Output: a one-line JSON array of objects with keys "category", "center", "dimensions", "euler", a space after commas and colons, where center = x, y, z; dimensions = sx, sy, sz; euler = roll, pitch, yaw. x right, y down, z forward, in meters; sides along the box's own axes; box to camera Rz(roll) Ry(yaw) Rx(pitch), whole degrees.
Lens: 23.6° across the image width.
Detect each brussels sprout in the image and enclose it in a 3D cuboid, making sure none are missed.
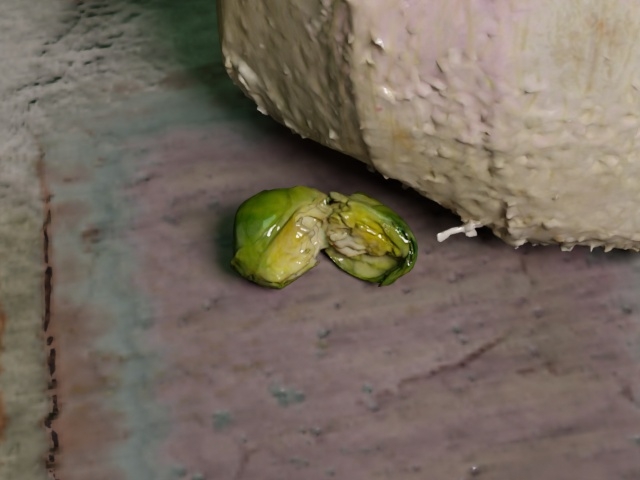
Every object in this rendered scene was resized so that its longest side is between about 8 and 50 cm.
[{"category": "brussels sprout", "center": [0.001, -0.001, 0.698], "dimensions": [0.083, 0.046, 0.051], "euler": [3, 50, -6]}]

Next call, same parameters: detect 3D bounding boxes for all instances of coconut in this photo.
[{"category": "coconut", "center": [0.097, -0.162, 0.667], "dimensions": [0.297, 0.254, 0.297], "euler": [1, 52, -2]}]
